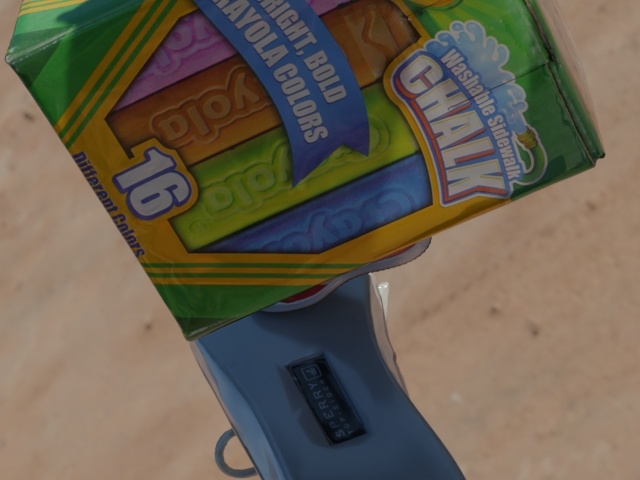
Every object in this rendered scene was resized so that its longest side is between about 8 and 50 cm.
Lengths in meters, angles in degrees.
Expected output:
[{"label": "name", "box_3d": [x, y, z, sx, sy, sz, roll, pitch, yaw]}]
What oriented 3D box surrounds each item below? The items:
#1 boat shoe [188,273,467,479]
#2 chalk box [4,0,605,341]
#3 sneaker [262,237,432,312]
[{"label": "boat shoe", "box_3d": [0.005, 0.115, 1.189, 0.135, 0.156, 0.367, -18, 46, -13]}, {"label": "chalk box", "box_3d": [0.023, -0.114, 0.925, 0.289, 0.179, 0.180, -24, 28, 12]}, {"label": "sneaker", "box_3d": [0.000, 0.000, 1.124, 0.118, 0.067, 0.042, -23, 52, 14]}]
